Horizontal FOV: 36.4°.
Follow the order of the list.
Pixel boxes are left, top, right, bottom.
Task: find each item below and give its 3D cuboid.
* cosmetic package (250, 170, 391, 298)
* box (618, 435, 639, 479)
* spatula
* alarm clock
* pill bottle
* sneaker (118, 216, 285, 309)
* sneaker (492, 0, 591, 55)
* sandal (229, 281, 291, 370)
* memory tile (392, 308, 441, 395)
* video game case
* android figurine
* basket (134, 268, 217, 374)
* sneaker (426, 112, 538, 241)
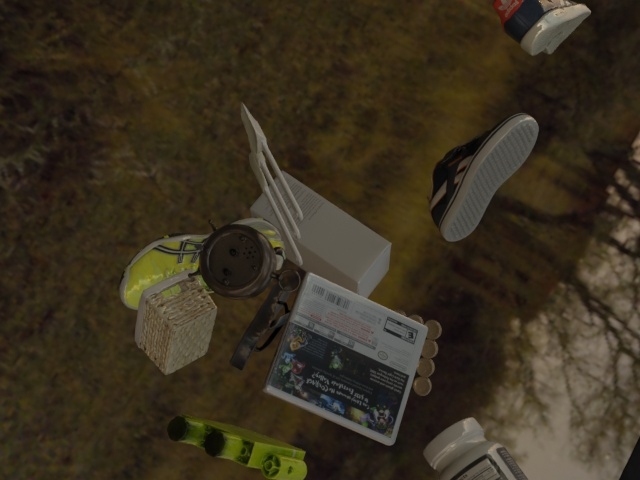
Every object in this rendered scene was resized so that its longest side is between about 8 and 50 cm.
[{"bbox_3d":[0.000,0.000,2.617,0.155,0.365,0.197,-52,166,-19],"label":"cosmetic package"},{"bbox_3d":[0.478,0.356,1.120,0.312,0.179,0.343,46,69,-39],"label":"box"},{"bbox_3d":[-0.079,-0.089,1.552,0.019,0.242,0.168,-17,148,-14],"label":"spatula"},{"bbox_3d":[-0.125,0.043,1.677,0.064,0.192,0.129,61,48,-83],"label":"alarm clock"},{"bbox_3d":[0.336,0.504,1.941,0.162,0.278,0.162,-27,152,-16],"label":"pill bottle"},{"bbox_3d":[-0.259,0.055,2.144,0.385,0.147,0.145,-22,117,-12],"label":"sneaker"},{"bbox_3d":[0.446,-0.471,1.988,0.131,0.148,0.350,-48,170,23],"label":"sneaker"},{"bbox_3d":[-0.094,0.157,1.695,0.097,0.054,0.254,-63,178,28],"label":"sandal"},{"bbox_3d":[0.168,0.211,1.836,0.012,0.113,0.148,-9,110,-61],"label":"memory tile"},{"bbox_3d":[0.036,0.156,1.289,0.022,0.190,0.173,-39,-152,62],"label":"video game case"},{"bbox_3d":[-0.135,0.356,1.673,0.273,0.248,0.056,33,73,-56],"label":"android figurine"},{"bbox_3d":[-0.266,0.154,1.798,0.113,0.103,0.167,-27,153,-33],"label":"basket"},{"bbox_3d":[0.315,-0.154,2.000,0.126,0.127,0.321,3,132,-37],"label":"sneaker"}]
